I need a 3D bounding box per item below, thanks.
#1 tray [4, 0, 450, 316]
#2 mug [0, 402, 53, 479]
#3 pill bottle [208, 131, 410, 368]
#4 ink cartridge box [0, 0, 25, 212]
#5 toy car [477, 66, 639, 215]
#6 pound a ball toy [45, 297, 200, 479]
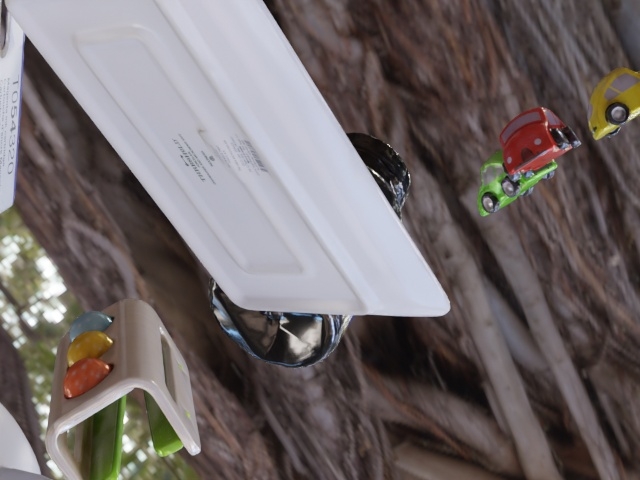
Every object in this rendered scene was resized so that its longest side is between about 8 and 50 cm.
[{"bbox_3d":[-0.053,-0.046,0.638,0.145,0.270,0.030,0,-133,39],"label":"tray"},{"bbox_3d":[-0.310,0.229,0.853,0.374,0.276,0.328,-5,-154,34],"label":"mug"},{"bbox_3d":[0.000,0.000,1.176,0.122,0.123,0.219,3,-143,27],"label":"pill bottle"},{"bbox_3d":[-0.247,-0.145,0.771,0.071,0.324,0.330,6,-167,1],"label":"ink cartridge box"},{"bbox_3d":[0.217,-0.091,1.306,0.239,0.225,0.053,-26,-99,-34],"label":"toy car"},{"bbox_3d":[-0.250,0.181,1.378,0.208,0.136,0.319,-31,-164,1],"label":"pound a ball toy"}]
